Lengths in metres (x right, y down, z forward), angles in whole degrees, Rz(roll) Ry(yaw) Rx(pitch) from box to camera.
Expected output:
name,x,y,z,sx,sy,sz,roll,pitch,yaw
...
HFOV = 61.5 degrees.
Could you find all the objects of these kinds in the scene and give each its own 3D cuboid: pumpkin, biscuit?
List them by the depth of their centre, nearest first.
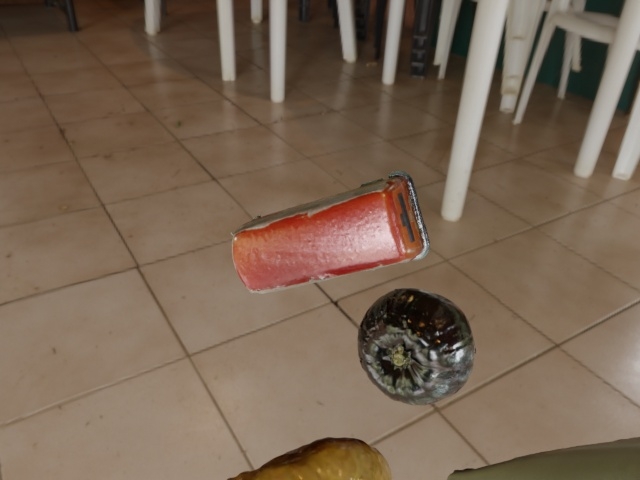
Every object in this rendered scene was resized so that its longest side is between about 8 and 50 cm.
name,x,y,z,sx,sy,sz,roll,pitch,yaw
biscuit,-0.008,0.354,0.726,0.274,0.213,0.091,27,28,-42
pumpkin,0.182,0.204,1.051,0.233,0.233,0.163,24,21,28

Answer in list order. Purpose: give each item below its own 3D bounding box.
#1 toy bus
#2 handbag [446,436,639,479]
name,x,y,z,sx,sy,sz,roll,pitch,yaw
toy bus,0.000,0.000,0.716,0.265,0.121,0.120,-14,6,22
handbag,0.160,0.277,0.385,0.109,0.315,0.241,20,51,-25
